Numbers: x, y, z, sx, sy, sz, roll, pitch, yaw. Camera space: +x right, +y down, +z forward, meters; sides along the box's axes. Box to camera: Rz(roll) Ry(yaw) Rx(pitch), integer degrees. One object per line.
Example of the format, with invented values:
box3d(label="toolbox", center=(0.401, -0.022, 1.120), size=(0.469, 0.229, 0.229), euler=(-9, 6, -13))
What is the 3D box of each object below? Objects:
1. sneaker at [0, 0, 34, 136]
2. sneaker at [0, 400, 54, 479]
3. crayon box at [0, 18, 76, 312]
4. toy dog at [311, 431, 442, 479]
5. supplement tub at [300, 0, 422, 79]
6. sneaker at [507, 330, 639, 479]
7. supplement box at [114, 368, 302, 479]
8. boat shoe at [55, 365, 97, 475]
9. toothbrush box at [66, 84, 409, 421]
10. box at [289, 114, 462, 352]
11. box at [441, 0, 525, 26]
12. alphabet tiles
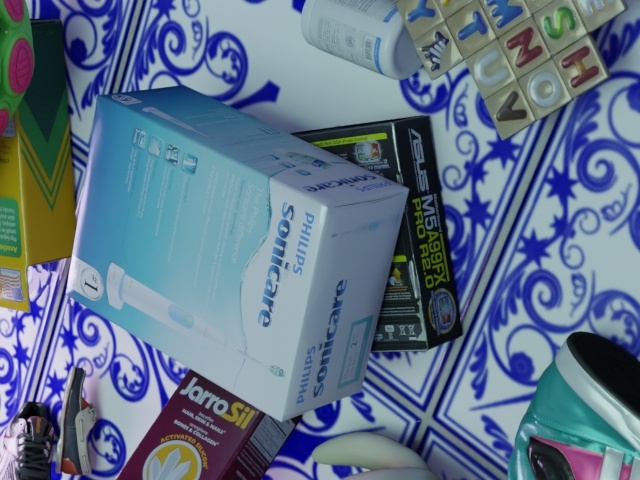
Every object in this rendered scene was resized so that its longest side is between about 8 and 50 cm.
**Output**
box3d(label="sneaker", center=(-0.465, -0.121, 1.728), size=(0.202, 0.185, 0.483), euler=(44, 123, 19))
box3d(label="sneaker", center=(-0.342, 0.245, 1.856), size=(0.077, 0.072, 0.178), euler=(-66, 26, 18))
box3d(label="crayon box", center=(-0.381, -0.092, 1.839), size=(0.203, 0.083, 0.323), euler=(7, 104, 39))
box3d(label="toy dog", center=(-0.046, 0.384, 1.457), size=(0.407, 0.284, 0.395), euler=(-24, 62, 9))
box3d(label="supplement tub", center=(0.043, -0.195, 1.466), size=(0.107, 0.071, 0.071), euler=(27, 116, 33))
box3d(label="sneaker", center=(0.263, 0.239, 1.343), size=(0.295, 0.123, 0.178), euler=(50, 122, 29))
box3d(label="supplement box", center=(-0.118, 0.218, 1.618), size=(0.104, 0.081, 0.188), euler=(25, 73, 29))
box3d(label="boat shoe", center=(-0.281, 0.210, 1.853), size=(0.043, 0.049, 0.137), euler=(7, 106, -5))
box3d(label="toothbrush box", center=(-0.085, 0.004, 1.503), size=(0.295, 0.126, 0.216), euler=(26, 115, 34))
box3d(label="box", center=(0.000, 0.000, 1.555), size=(0.270, 0.060, 0.216), euler=(-5, 96, 40))
box3d(label="box", center=(0.153, -0.220, 1.379), size=(0.083, 0.052, 0.062), euler=(13, 109, 37))
box3d(label="alphabet tiles", center=(0.148, -0.215, 1.344), size=(0.198, 0.009, 0.237), euler=(-31, 78, 39))
